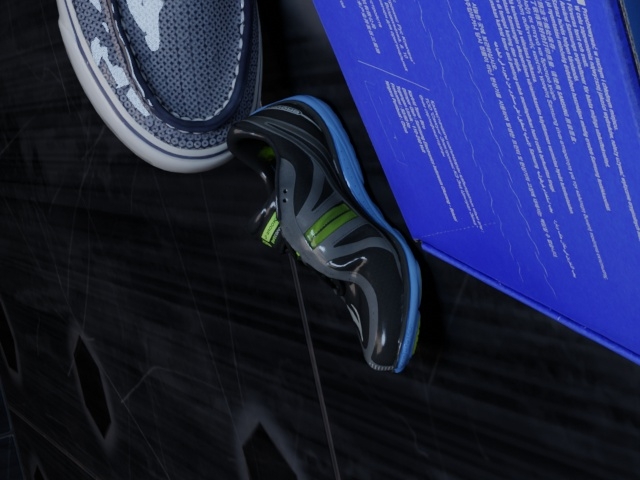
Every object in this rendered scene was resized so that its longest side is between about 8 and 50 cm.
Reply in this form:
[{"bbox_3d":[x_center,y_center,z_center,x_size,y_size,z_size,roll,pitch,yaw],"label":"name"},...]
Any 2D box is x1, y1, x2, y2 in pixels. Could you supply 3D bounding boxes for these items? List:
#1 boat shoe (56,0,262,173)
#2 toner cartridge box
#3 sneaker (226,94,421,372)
[{"bbox_3d":[-0.095,-0.216,0.775,0.158,0.127,0.340,154,103,-70],"label":"boat shoe"},{"bbox_3d":[0.052,-0.117,0.413,0.165,0.075,0.348,29,152,47],"label":"toner cartridge box"},{"bbox_3d":[0.000,0.000,0.767,0.188,0.078,0.067,62,154,25],"label":"sneaker"}]
